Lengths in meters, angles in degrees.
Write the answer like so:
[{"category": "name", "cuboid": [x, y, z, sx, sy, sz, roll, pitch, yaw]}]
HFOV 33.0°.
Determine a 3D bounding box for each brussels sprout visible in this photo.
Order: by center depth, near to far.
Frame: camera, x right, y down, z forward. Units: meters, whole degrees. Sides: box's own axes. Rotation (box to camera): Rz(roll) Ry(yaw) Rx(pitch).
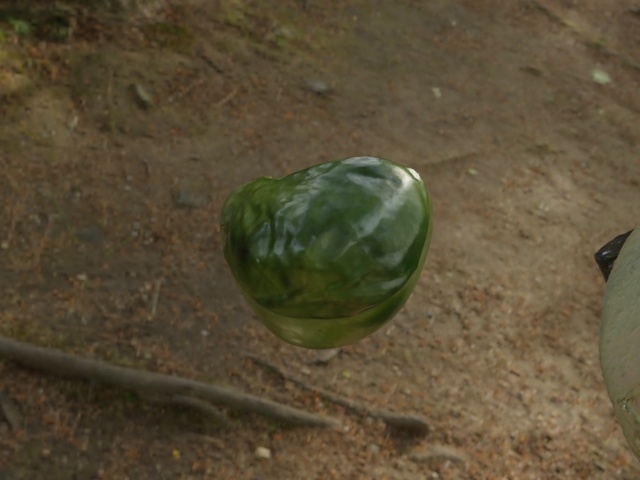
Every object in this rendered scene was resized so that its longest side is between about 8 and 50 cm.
[{"category": "brussels sprout", "cuboid": [0.000, 0.007, 0.820, 0.131, 0.183, 0.146, 36, 50, -43]}]

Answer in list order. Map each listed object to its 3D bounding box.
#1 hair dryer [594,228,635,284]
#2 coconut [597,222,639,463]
[{"category": "hair dryer", "cuboid": [0.345, 0.120, 0.884, 0.284, 0.155, 0.320, -23, 90, -55]}, {"category": "coconut", "cuboid": [0.240, 0.031, 0.447, 0.224, 0.234, 0.224, 3, 72, -8]}]
